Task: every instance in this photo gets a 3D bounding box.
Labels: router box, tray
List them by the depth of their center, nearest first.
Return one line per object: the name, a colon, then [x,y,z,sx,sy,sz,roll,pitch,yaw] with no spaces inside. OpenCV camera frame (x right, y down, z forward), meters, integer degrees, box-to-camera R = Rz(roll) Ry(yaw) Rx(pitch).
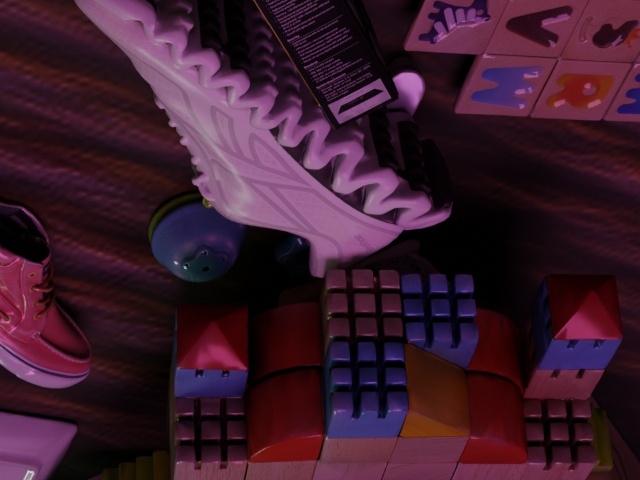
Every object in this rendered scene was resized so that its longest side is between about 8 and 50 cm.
router box: [-0.019,-0.168,1.094,0.046,0.179,0.133,-26,134,8]
tray: [-0.302,0.229,1.527,0.145,0.030,0.270,13,130,-24]

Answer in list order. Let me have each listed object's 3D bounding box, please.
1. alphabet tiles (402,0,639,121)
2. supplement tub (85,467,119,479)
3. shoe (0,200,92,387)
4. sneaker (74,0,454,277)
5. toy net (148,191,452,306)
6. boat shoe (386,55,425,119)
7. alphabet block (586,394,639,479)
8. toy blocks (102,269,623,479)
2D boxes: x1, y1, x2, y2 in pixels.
alphabet tiles: [0.235,-0.177,1.245,0.342,0.011,0.285,1,139,-21]
supplement tub: [-0.094,0.347,1.452,0.235,0.325,0.235,-18,127,-25]
shoe: [-0.204,0.036,1.333,0.081,0.063,0.178,-33,129,25]
sneaker: [-0.051,-0.075,1.213,0.292,0.110,0.118,38,120,-26]
toy net: [0.000,0.000,1.369,0.232,0.045,0.122,12,128,-27]
boat shoe: [0.038,-0.080,1.300,0.035,0.035,0.100,17,119,-17]
alphabet block: [0.173,0.253,1.556,0.193,0.197,0.192,-28,134,14]
toy blocks: [0.042,0.112,1.326,0.381,0.191,0.261,0,153,-6]
